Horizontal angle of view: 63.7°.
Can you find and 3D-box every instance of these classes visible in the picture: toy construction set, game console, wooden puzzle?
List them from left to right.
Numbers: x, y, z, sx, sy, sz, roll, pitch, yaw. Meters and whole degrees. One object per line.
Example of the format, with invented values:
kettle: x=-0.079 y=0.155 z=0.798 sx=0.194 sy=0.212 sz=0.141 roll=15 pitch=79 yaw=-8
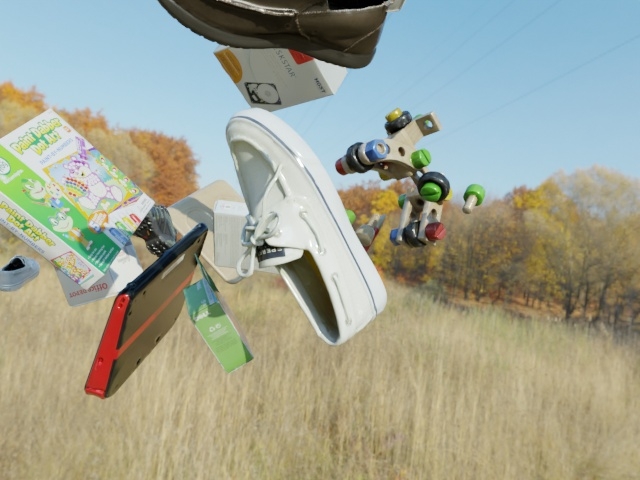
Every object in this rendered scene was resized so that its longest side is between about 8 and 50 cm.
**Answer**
game console: x=-0.407 y=0.158 z=1.228 sx=0.060 sy=0.341 sz=0.386 roll=25 pitch=28 yaw=1
wooden puzzle: x=-0.335 y=-0.030 z=1.784 sx=0.348 sy=0.080 sz=0.322 roll=43 pitch=39 yaw=3
toy construction set: x=0.167 y=-0.122 z=1.062 sx=0.258 sy=0.237 sz=0.308 roll=35 pitch=-37 yaw=1

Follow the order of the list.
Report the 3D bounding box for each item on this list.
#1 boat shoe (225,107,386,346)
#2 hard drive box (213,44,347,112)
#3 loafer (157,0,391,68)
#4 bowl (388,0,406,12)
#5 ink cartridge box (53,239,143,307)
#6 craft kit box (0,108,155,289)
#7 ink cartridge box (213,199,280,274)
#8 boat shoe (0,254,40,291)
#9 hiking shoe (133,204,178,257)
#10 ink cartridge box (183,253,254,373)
boat shoe: x=-0.054 y=-0.004 z=0.733 sx=0.136 sy=0.366 sz=0.156 roll=-15 pitch=19 yaw=50
hard drive box: x=-0.088 y=-0.393 z=1.134 sx=0.232 sy=0.089 sz=0.181 roll=-5 pitch=-44 yaw=37
loafer: x=-0.033 y=-0.210 z=0.431 sx=0.220 sy=0.080 sz=0.078 roll=-2 pitch=-32 yaw=-35
bowl: x=0.187 y=-0.683 z=1.417 sx=0.142 sy=0.053 sz=0.142 roll=-10 pitch=-22 yaw=-19
ink cartridge box: x=-0.634 y=0.020 z=1.416 sx=0.207 sy=0.282 sz=0.117 roll=-15 pitch=7 yaw=28
craft kit box: x=-0.424 y=-0.078 z=0.863 sx=0.247 sy=0.061 sz=0.249 roll=43 pitch=25 yaw=-21
ink cartridge box: x=-0.146 y=-0.001 z=1.271 sx=0.233 sy=0.066 sz=0.189 roll=5 pitch=-47 yaw=-5
boat shoe: x=-0.768 y=0.071 z=1.310 sx=0.066 sy=0.063 sz=0.184 roll=9 pitch=15 yaw=-6
hiking shoe: x=-0.442 y=-0.060 z=1.318 sx=0.086 sy=0.114 sz=0.226 roll=-15 pitch=-46 yaw=9
ink cartridge box: x=-0.207 y=0.140 z=0.981 sx=0.062 sy=0.209 sz=0.109 roll=-28 pitch=30 yaw=-7
